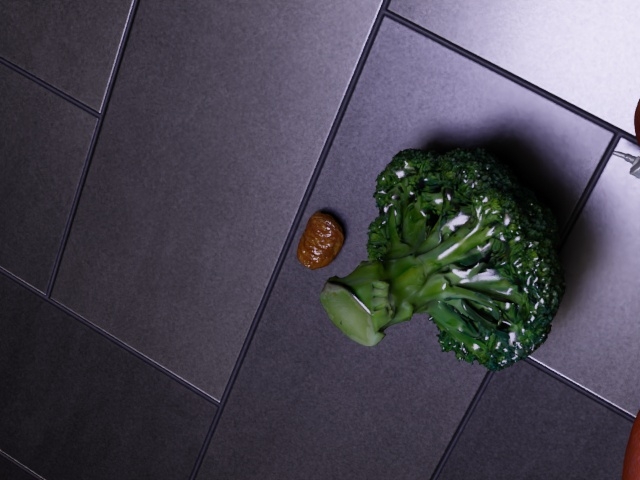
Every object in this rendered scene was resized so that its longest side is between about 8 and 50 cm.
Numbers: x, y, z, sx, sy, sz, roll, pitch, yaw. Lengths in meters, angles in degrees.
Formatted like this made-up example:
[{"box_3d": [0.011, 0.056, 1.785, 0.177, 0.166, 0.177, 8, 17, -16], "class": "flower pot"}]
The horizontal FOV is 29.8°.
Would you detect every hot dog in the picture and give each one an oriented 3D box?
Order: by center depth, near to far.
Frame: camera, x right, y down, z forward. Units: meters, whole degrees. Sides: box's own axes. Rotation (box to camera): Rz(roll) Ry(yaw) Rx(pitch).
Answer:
[{"box_3d": [0.000, 0.000, 1.646, 0.058, 0.035, 0.083, 31, 118, 11], "class": "hot dog"}]

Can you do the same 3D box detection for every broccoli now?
[{"box_3d": [0.153, 0.040, 1.451, 0.297, 0.297, 0.298, 37, 145, 32], "class": "broccoli"}]

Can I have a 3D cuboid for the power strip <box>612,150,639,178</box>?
[{"box_3d": [0.456, -0.047, 1.402, 0.252, 0.060, 0.027, 31, 119, 11], "class": "power strip"}]

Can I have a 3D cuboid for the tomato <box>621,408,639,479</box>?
[{"box_3d": [0.509, 0.309, 1.387, 0.341, 0.273, 0.342, 9, 112, 22], "class": "tomato"}]

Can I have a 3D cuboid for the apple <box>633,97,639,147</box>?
[{"box_3d": [0.449, -0.120, 1.309, 0.199, 0.199, 0.199, 9, 112, 22], "class": "apple"}]
